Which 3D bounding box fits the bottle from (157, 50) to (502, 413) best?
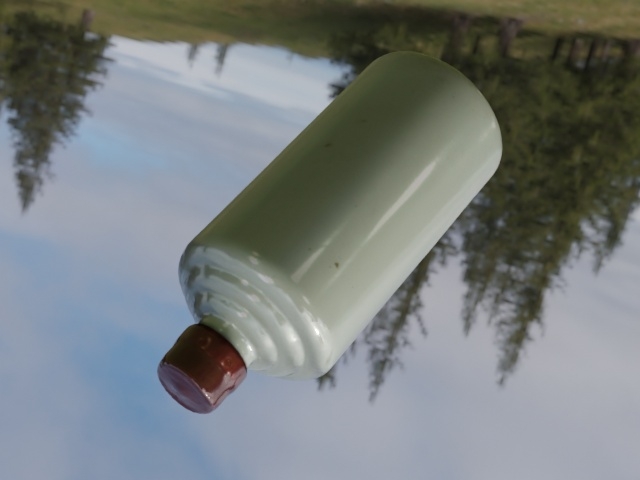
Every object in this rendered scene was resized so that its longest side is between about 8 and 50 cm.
[{"bbox_3d":[0.000,0.000,0.659,0.104,0.104,0.245,21,-127,31],"label":"bottle"}]
